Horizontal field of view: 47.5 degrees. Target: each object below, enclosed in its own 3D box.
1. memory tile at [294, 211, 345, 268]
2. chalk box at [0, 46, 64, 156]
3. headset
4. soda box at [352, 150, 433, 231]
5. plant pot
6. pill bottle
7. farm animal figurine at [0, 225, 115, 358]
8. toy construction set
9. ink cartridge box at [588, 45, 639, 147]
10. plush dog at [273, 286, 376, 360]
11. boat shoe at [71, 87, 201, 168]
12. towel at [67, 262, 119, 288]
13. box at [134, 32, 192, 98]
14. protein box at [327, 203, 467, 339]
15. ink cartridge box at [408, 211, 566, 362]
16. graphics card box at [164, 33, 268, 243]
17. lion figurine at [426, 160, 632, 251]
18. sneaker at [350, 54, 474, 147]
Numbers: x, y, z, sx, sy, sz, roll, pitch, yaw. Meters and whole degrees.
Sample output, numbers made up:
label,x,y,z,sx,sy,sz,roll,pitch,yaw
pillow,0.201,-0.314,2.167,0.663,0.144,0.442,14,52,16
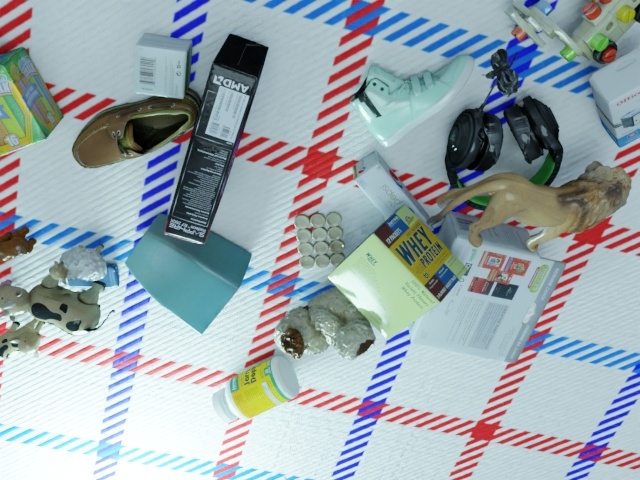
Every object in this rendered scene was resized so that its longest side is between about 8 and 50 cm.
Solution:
label,x,y,z,sx,sy,sz,roll,pitch,yaw
memory tile,0.000,0.000,1.709,0.113,0.012,0.148,-5,120,2
chalk box,-0.638,-0.296,1.452,0.132,0.132,0.213,-19,119,9
headset,0.381,-0.205,1.500,0.244,0.185,0.394,-11,131,5
soda box,0.162,-0.093,1.623,0.069,0.074,0.216,-34,116,17
plant pot,-0.308,0.057,1.656,0.234,0.165,0.165,36,114,-11
pill bottle,-0.170,0.389,1.870,0.208,0.117,0.117,-28,117,15
farm animal figurine,-0.647,0.153,1.662,0.327,0.172,0.330,8,122,4
toy construction set,0.525,-0.462,1.374,0.328,0.151,0.215,-36,140,26
ink cartridge box,0.637,-0.291,1.471,0.140,0.082,0.191,-30,149,15
plush dog,-0.005,0.198,1.728,0.225,0.262,0.210,-23,85,1
boat shoe,-0.394,-0.227,1.513,0.307,0.104,0.110,-25,119,13
towel,-0.542,0.083,1.734,0.120,0.029,0.067,1,120,-3
box,-0.314,-0.349,1.455,0.102,0.087,0.101,7,120,-6
protein box,0.165,0.071,1.582,0.200,0.136,0.201,46,138,3
ink cartridge box,0.381,0.117,1.718,0.272,0.130,0.309,14,119,-9
graphics card box,-0.208,-0.204,1.458,0.094,0.232,0.370,17,117,-7
lion figurine,0.432,-0.077,1.482,0.392,0.142,0.240,-2,159,-31
sneaker,0.180,-0.321,1.481,0.256,0.094,0.151,-39,111,18
